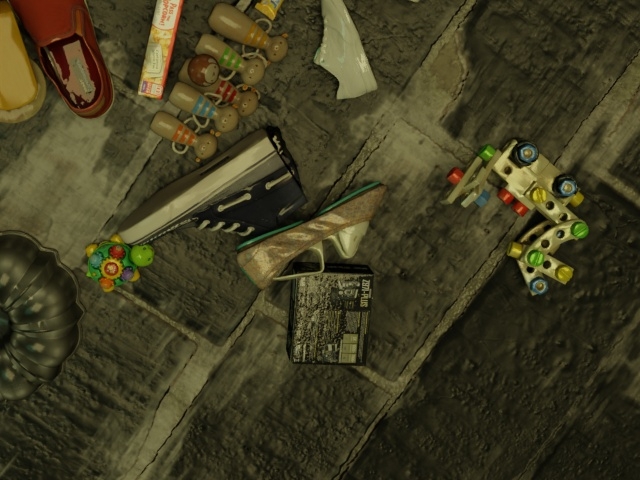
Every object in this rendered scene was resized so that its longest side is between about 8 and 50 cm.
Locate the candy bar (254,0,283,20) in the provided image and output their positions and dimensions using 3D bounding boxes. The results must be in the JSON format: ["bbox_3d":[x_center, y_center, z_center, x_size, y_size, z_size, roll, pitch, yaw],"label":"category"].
[{"bbox_3d":[-0.058,-0.469,1.902,0.040,0.018,0.161,31,97,-13],"label":"candy bar"}]

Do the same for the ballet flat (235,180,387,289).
[{"bbox_3d":[0.000,0.000,1.940,0.316,0.107,0.106,-26,84,-15],"label":"ballet flat"}]

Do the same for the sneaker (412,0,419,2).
[{"bbox_3d":[0.119,-0.484,1.902,0.152,0.058,0.085,15,105,-15],"label":"sneaker"}]

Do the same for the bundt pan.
[{"bbox_3d":[-0.587,0.147,1.903,0.330,0.124,0.331,-2,101,-8],"label":"bundt pan"}]

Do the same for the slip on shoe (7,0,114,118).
[{"bbox_3d":[-0.448,-0.361,1.827,0.123,0.101,0.331,-23,103,-1],"label":"slip on shoe"}]

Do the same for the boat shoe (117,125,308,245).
[{"bbox_3d":[-0.182,-0.051,1.918,0.340,0.127,0.158,-32,111,0],"label":"boat shoe"}]

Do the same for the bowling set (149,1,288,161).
[{"bbox_3d":[-0.169,-0.256,1.846,0.154,0.200,0.287,28,101,-14],"label":"bowling set"}]

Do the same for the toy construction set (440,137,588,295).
[{"bbox_3d":[0.366,-0.062,1.993,0.327,0.151,0.215,38,95,-25],"label":"toy construction set"}]

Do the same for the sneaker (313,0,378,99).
[{"bbox_3d":[0.025,-0.351,1.915,0.094,0.080,0.212,-20,105,8],"label":"sneaker"}]

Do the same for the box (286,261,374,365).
[{"bbox_3d":[0.017,0.137,2.010,0.147,0.077,0.180,2,102,-8],"label":"box"}]

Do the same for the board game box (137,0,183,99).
[{"bbox_3d":[-0.271,-0.343,1.832,0.045,0.147,0.194,12,100,-10],"label":"board game box"}]

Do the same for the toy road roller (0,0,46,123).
[{"bbox_3d":[-0.608,-0.328,1.736,0.240,0.202,0.330,-23,105,-15],"label":"toy road roller"}]

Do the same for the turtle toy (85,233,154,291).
[{"bbox_3d":[-0.362,0.039,1.941,0.130,0.066,0.095,-23,104,-3],"label":"turtle toy"}]
